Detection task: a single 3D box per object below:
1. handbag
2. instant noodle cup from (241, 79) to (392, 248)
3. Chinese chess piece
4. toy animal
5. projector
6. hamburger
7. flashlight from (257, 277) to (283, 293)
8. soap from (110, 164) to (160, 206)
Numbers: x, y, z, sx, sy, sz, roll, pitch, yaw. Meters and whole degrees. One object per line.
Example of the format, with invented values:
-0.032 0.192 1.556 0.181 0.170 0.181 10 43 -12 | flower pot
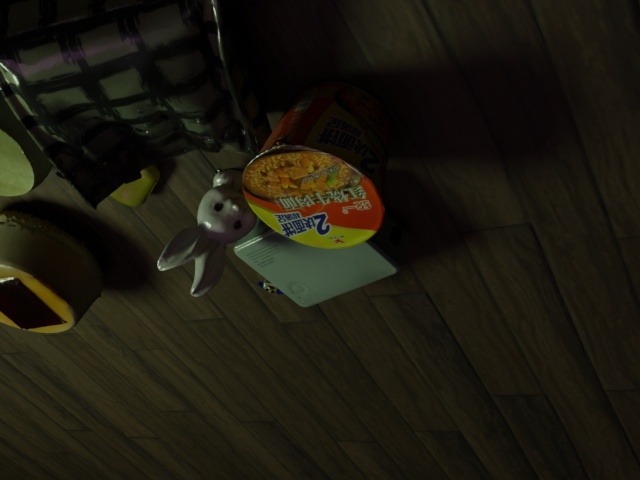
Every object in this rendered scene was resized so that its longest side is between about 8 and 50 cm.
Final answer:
-0.259 -0.220 1.153 0.325 0.162 0.327 -15 141 2 | handbag
0.009 -0.119 1.212 0.213 0.174 0.213 12 143 9 | instant noodle cup
-0.582 -0.181 1.466 0.237 0.092 0.238 13 142 10 | Chinese chess piece
-0.171 -0.023 1.377 0.103 0.221 0.131 36 141 -13 | toy animal
0.000 0.000 1.427 0.192 0.099 0.256 39 139 -25 | projector
-0.596 0.061 1.711 0.302 0.170 0.302 9 143 7 | hamburger
-0.089 0.069 1.600 0.057 0.035 0.121 20 143 1 | flashlight
-0.338 -0.113 1.479 0.089 0.045 0.140 28 141 -15 | soap
